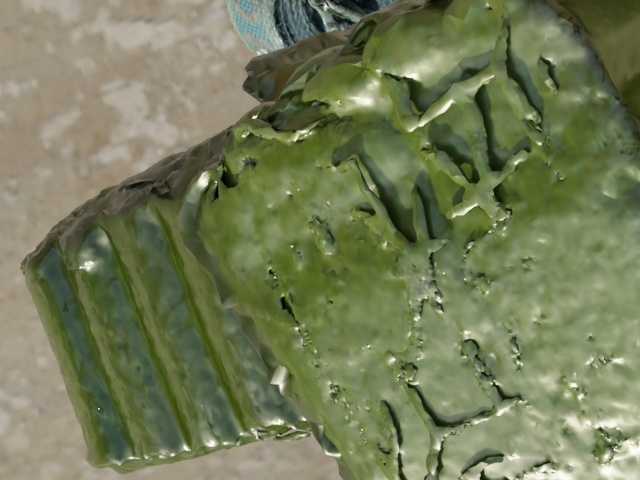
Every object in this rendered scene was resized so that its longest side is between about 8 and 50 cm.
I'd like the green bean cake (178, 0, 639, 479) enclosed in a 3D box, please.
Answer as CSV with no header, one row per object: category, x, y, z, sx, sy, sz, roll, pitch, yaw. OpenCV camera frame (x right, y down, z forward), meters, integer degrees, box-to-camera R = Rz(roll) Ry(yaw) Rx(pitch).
green bean cake,0.072,0.013,0.616,0.200,0.214,0.113,-31,-177,39

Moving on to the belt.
belt,0.002,-0.195,1.362,0.163,0.082,0.148,-13,118,-40

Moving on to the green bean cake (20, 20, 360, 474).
green bean cake,0.000,0.000,1.078,0.335,0.218,0.319,-16,176,-44
